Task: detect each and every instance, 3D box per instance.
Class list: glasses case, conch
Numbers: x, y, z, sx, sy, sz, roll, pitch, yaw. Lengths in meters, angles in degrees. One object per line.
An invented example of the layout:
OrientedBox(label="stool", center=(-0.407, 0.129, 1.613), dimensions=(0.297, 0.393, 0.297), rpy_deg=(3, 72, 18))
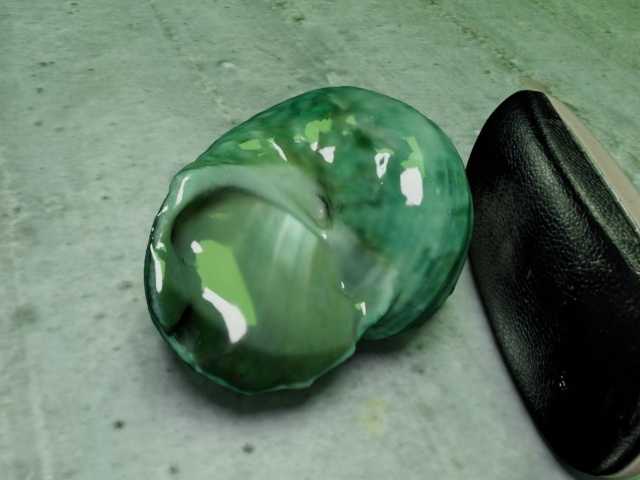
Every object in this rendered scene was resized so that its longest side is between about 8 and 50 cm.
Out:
OrientedBox(label="glasses case", center=(0.153, 0.007, 0.502), dimensions=(0.075, 0.122, 0.314), rpy_deg=(11, 33, -11))
OrientedBox(label="conch", center=(0.002, 0.001, 0.463), dimensions=(0.203, 0.134, 0.196), rpy_deg=(10, 75, -12))
